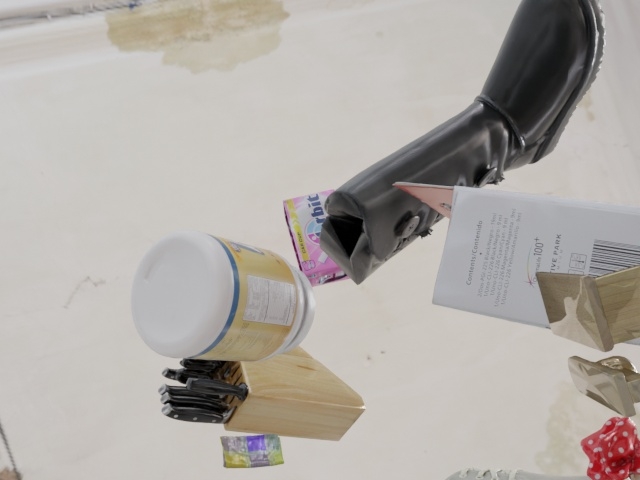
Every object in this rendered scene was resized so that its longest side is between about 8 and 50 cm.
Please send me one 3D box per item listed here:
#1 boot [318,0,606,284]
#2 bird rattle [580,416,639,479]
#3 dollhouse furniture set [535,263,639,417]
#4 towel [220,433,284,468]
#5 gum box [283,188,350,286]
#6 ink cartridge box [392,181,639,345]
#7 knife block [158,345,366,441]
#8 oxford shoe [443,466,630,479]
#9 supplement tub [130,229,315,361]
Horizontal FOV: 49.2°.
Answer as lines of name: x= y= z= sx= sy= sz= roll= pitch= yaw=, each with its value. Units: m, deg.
boot: x=0.197 y=-0.161 z=1.045 sx=0.445 sy=0.367 sz=0.146 roll=-30 pitch=-126 yaw=-19
bird rattle: x=0.529 y=0.377 z=1.060 sx=0.207 sy=0.143 sz=0.253 roll=-9 pitch=-137 yaw=-14
dollhouse furniture set: x=0.282 y=0.077 z=0.564 sx=0.151 sy=0.123 sz=0.144 roll=-15 pitch=-92 yaw=0
towel: x=-0.093 y=0.283 z=0.941 sx=0.083 sy=0.060 sz=0.009 roll=2 pitch=-65 yaw=-11
gum box: x=0.000 y=0.000 z=1.379 sx=0.107 sy=0.062 sz=0.188 roll=-13 pitch=-120 yaw=-7
ink cartridge box: x=0.242 y=0.031 z=0.817 sx=0.272 sy=0.309 sz=0.130 roll=10 pitch=-93 yaw=25
knife block: x=-0.094 y=0.239 z=1.047 sx=0.276 sy=0.088 sz=0.242 roll=38 pitch=-152 yaw=8
oxford shoe: x=0.310 y=0.453 z=1.220 sx=0.449 sy=0.169 sz=0.130 roll=-21 pitch=-117 yaw=17
supplement tub: x=-0.111 y=0.073 z=0.846 sx=0.200 sy=0.144 sz=0.144 roll=18 pitch=-106 yaw=-56
